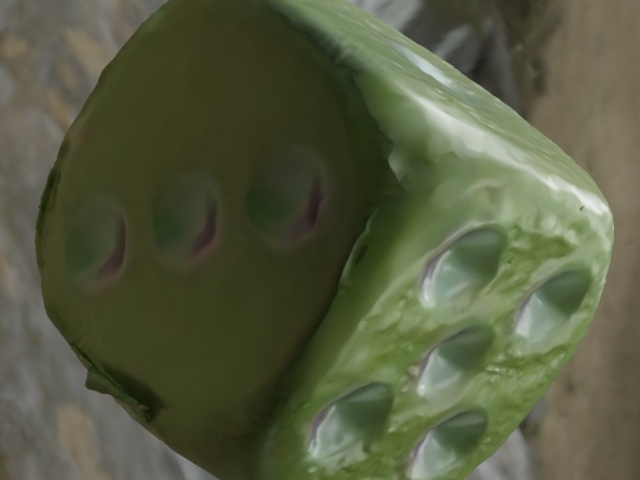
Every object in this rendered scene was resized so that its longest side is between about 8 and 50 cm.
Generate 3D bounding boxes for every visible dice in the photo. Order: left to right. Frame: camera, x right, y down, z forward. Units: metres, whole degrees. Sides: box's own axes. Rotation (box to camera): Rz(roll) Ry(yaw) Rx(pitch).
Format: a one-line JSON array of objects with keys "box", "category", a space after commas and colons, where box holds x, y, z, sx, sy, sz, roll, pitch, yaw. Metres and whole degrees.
[{"box": [0.000, 0.000, 1.004, 0.252, 0.249, 0.254, 42, 14, 36], "category": "dice"}]
